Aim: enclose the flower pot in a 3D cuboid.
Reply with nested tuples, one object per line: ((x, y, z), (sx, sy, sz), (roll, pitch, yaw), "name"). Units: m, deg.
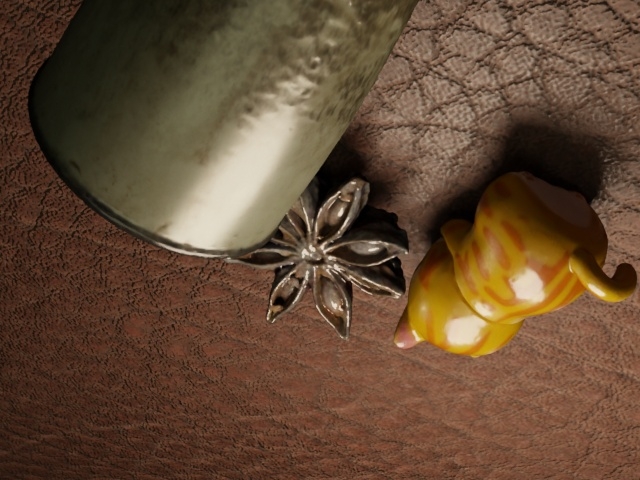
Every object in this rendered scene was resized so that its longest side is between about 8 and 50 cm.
((-0.079, -0.191, 0.856), (0.293, 0.293, 0.330), (32, 126, -14), "flower pot")

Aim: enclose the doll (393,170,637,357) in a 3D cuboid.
((0.215, 0.035, 1.067), (0.167, 0.162, 0.269), (19, 145, -23), "doll")

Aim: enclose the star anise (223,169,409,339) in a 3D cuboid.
((0.001, 0.001, 1.125), (0.223, 0.109, 0.236), (-31, 101, 26), "star anise")
